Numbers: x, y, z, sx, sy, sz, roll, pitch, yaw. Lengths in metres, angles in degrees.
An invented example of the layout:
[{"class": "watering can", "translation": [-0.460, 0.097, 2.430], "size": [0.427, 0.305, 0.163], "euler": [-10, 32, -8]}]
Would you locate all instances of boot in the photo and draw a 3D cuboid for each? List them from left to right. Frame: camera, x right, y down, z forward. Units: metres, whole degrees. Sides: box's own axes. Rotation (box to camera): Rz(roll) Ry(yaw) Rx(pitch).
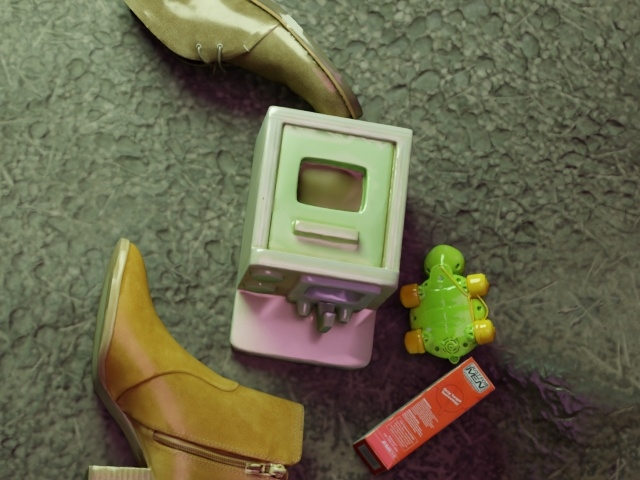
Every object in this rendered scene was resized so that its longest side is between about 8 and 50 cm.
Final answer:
[{"class": "boot", "translation": [-0.120, 0.150, 1.424], "size": [0.211, 0.104, 0.295], "euler": [5, 78, -13]}, {"class": "boot", "translation": [-0.085, -0.205, 1.506], "size": [0.305, 0.112, 0.115], "euler": [42, 80, 17]}]

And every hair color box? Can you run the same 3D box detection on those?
[{"class": "hair color box", "translation": [0.105, 0.180, 1.465], "size": [0.141, 0.072, 0.043], "euler": [-36, 84, -16]}]

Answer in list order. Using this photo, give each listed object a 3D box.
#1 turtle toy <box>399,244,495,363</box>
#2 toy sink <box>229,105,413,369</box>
[{"class": "turtle toy", "translation": [0.134, 0.066, 1.501], "size": [0.095, 0.066, 0.130], "euler": [-9, 74, 12]}, {"class": "toy sink", "translation": [0.000, 0.000, 1.460], "size": [0.153, 0.131, 0.234], "euler": [10, 75, -7]}]
